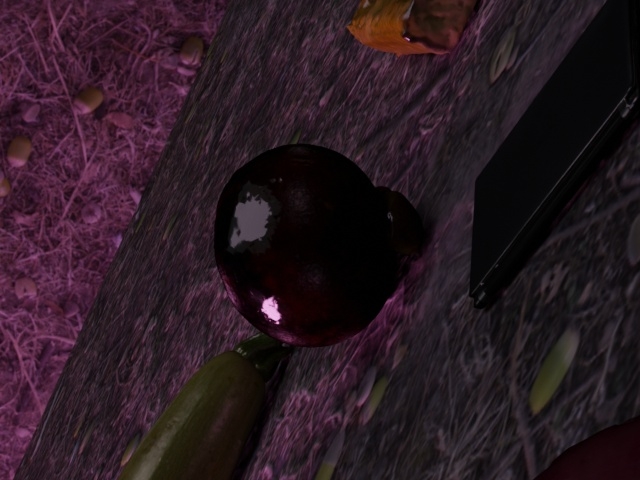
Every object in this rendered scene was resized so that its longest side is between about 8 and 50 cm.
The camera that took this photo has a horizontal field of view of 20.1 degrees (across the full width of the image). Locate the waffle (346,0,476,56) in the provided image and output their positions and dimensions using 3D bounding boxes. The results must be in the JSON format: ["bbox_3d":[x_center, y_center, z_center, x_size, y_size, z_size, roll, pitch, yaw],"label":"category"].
[{"bbox_3d":[0.112,-0.270,1.502,0.248,0.055,0.221,-65,12,2],"label":"waffle"}]

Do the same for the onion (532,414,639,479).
[{"bbox_3d":[0.113,0.130,0.484,0.177,0.153,0.177,-9,77,48],"label":"onion"}]

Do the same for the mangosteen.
[{"bbox_3d":[0.000,0.000,1.275,0.152,0.152,0.152,-59,13,24],"label":"mangosteen"}]

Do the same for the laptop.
[{"bbox_3d":[0.138,-0.056,1.067,0.180,0.016,0.129,-55,16,37],"label":"laptop"}]

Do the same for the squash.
[{"bbox_3d":[-0.090,0.163,1.471,0.224,0.094,0.094,-58,11,-11],"label":"squash"}]
